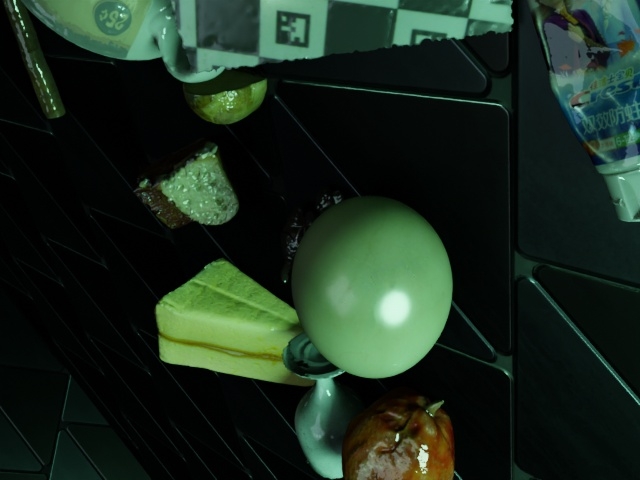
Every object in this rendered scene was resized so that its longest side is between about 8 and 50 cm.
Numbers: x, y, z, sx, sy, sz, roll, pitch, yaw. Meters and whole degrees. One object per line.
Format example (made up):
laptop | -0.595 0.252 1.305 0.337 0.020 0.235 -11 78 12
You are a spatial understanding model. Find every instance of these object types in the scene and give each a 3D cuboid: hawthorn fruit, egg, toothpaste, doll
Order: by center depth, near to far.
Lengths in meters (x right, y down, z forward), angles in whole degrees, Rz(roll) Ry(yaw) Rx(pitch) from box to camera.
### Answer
toothpaste | 0.229 -0.147 0.508 0.096 0.061 0.265 -12 103 52
egg | 0.060 0.060 0.737 0.186 0.186 0.241 24 136 34
doll | 0.000 0.000 0.868 0.139 0.057 0.165 22 125 38
hawthorn fruit | 0.115 0.302 0.909 0.174 0.174 0.178 5 100 45

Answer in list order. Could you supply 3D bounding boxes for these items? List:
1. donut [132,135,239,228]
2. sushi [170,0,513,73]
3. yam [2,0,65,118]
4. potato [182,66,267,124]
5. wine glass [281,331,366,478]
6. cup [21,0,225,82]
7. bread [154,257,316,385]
donut | -0.196 -0.089 0.969 0.187 0.144 0.126 -18 114 21
sushi | -0.003 -0.332 0.528 0.320 0.068 0.339 -4 124 15
yam | -0.549 -0.387 1.164 0.046 0.045 0.326 0 123 13
potato | -0.134 -0.184 0.824 0.096 0.103 0.066 25 132 35
wine glass | 0.013 0.266 1.008 0.127 0.126 0.241 20 129 37
cup | -0.171 -0.322 0.649 0.257 0.227 0.301 -37 83 48
bread | -0.138 0.177 1.071 0.264 0.163 0.167 32 138 26
